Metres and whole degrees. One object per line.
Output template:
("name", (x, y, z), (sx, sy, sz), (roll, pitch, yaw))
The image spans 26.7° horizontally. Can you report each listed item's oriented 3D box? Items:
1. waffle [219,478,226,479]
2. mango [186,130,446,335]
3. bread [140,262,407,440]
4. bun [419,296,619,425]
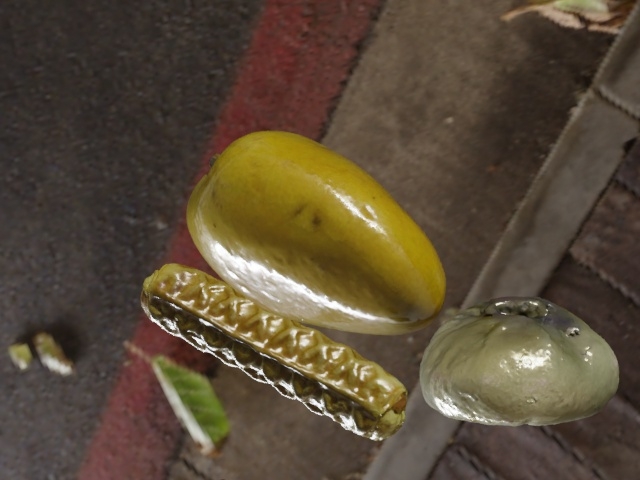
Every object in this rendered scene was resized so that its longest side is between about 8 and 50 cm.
("waffle", (-0.066, 0.219, 1.008), (0.029, 0.083, 0.075), (-11, 117, 24))
("mango", (0.000, 0.000, 0.859), (0.195, 0.098, 0.137), (25, 152, 30))
("bread", (-0.059, 0.129, 1.618), (0.368, 0.077, 0.084), (27, 121, 19))
("bun", (0.259, 0.164, 1.817), (0.273, 0.273, 0.168), (2, 97, 38))
